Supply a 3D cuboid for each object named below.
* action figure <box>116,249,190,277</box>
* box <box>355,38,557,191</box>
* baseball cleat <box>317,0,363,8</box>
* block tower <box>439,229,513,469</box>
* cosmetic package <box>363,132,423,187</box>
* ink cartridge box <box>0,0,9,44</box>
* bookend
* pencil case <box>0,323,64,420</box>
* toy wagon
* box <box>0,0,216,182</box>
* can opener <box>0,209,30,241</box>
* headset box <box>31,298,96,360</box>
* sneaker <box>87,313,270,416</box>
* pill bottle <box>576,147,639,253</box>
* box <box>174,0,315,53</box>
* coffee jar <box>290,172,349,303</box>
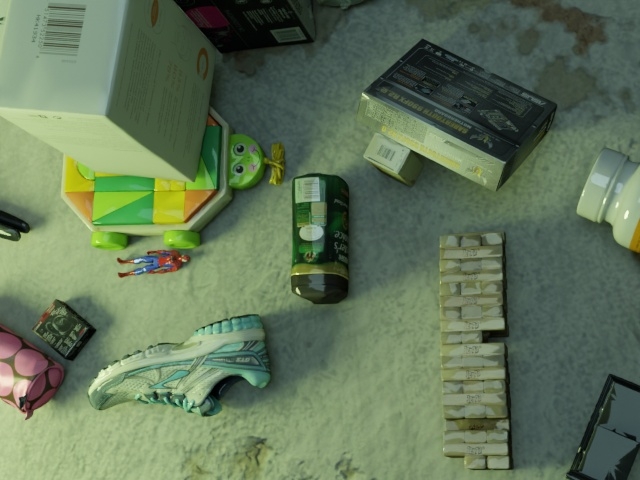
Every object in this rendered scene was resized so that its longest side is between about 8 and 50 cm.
[{"bbox_3d":[-0.255,0.035,1.814,0.115,0.030,0.038,-8,72,9],"label":"action figure"},{"bbox_3d":[0.195,-0.182,1.684,0.231,0.056,0.183,28,46,16],"label":"box"},{"bbox_3d":[0.083,-0.426,1.802,0.206,0.072,0.109,-17,43,31],"label":"baseball cleat"},{"bbox_3d":[0.216,0.148,1.648,0.091,0.097,0.335,-3,77,12],"label":"block tower"},{"bbox_3d":[0.107,-0.115,1.713,0.060,0.115,0.041,28,90,18],"label":"cosmetic package"},{"bbox_3d":[-0.440,-0.314,1.893,0.153,0.087,0.208,8,82,15],"label":"ink cartridge box"},{"bbox_3d":[0.385,0.254,1.555,0.072,0.157,0.156,22,85,16],"label":"bookend"},{"bbox_3d":[-0.501,0.182,1.812,0.209,0.095,0.098,31,108,19],"label":"pencil case"},{"bbox_3d":[-0.227,-0.122,1.817,0.344,0.068,0.267,-1,79,13],"label":"toy wagon"},{"bbox_3d":[-0.286,-0.228,1.635,0.168,0.345,0.215,6,80,14],"label":"box"},{"bbox_3d":[-0.549,-0.039,1.889,0.186,0.073,0.059,12,43,12],"label":"can opener"},{"bbox_3d":[-0.398,0.135,1.824,0.083,0.032,0.062,37,88,18],"label":"headset box"},{"bbox_3d":[-0.205,0.206,1.728,0.283,0.110,0.122,-22,78,8],"label":"sneaker"},{"bbox_3d":[0.481,-0.036,1.600,0.246,0.136,0.136,24,85,16],"label":"pill bottle"},{"bbox_3d":[-0.110,-0.390,1.748,0.163,0.247,0.142,-5,79,12],"label":"box"},{"bbox_3d":[0.000,0.000,1.726,0.079,0.096,0.184,-2,79,15],"label":"coffee jar"}]
